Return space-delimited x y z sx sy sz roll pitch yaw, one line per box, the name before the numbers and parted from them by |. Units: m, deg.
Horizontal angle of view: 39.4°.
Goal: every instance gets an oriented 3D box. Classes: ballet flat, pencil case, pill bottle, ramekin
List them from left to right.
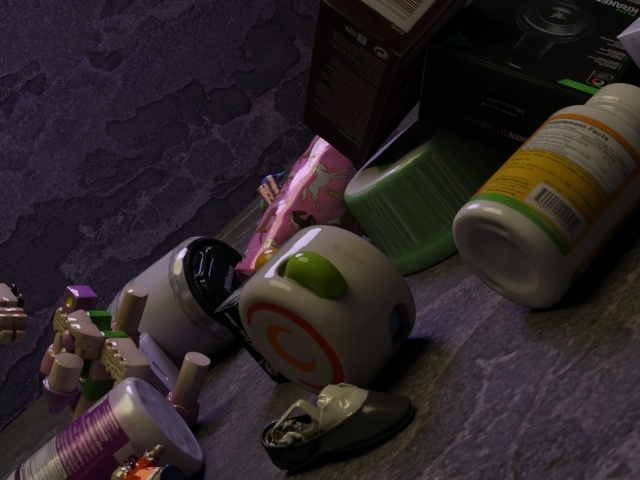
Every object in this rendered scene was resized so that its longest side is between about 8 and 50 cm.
pill bottle | -0.325 0.344 1.234 0.301 0.169 0.169 -40 10 -2
pencil case | 0.010 -0.051 1.535 0.160 0.167 0.386 3 57 47
ballet flat | 0.007 0.197 0.970 0.203 0.074 0.074 -31 13 38
ramekin | 0.181 -0.098 1.388 0.303 0.148 0.303 -38 10 8
pill bottle | 0.265 -0.056 0.947 0.245 0.136 0.136 -44 11 -22

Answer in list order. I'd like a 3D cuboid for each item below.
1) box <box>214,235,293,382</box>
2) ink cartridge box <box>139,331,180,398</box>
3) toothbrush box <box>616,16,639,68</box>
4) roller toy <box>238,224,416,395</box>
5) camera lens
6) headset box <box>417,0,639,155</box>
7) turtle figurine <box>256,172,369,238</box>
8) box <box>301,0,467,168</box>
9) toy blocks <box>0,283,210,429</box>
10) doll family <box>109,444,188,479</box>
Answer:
box | -0.042 0.098 1.343 0.180 0.147 0.077 -46 13 -30
ink cartridge box | -0.365 0.287 1.696 0.190 0.140 0.082 -35 9 18
toothbrush box | 0.543 -0.304 1.066 0.295 0.126 0.216 -42 11 -8
roller toy | 0.010 0.084 1.091 0.146 0.191 0.209 -46 15 -32
camera lens | -0.271 0.136 1.781 0.274 0.219 0.219 -33 12 31
headset box | 0.300 -0.235 1.234 0.283 0.246 0.131 -47 -27 -38
turtle figurine | 0.000 0.000 1.749 0.197 0.275 0.266 -17 20 -32
box | 0.090 -0.278 1.310 0.191 0.143 0.381 -50 -9 -17
toy blocks | -0.391 0.244 1.446 0.288 0.308 0.260 39 115 42
doll family | -0.204 0.362 0.974 0.163 0.118 0.263 -15 44 53
